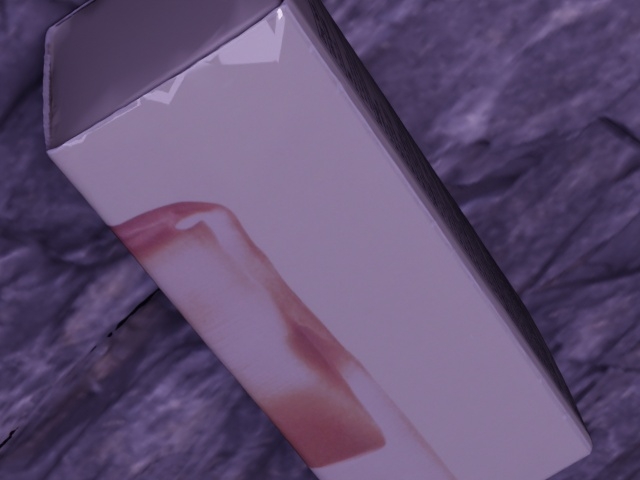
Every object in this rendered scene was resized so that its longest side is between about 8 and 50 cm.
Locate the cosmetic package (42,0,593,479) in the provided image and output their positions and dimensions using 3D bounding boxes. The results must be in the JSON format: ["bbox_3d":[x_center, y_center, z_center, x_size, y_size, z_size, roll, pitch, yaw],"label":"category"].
[{"bbox_3d":[0.000,0.000,0.777,0.129,0.153,0.296,-31,119,9],"label":"cosmetic package"}]
